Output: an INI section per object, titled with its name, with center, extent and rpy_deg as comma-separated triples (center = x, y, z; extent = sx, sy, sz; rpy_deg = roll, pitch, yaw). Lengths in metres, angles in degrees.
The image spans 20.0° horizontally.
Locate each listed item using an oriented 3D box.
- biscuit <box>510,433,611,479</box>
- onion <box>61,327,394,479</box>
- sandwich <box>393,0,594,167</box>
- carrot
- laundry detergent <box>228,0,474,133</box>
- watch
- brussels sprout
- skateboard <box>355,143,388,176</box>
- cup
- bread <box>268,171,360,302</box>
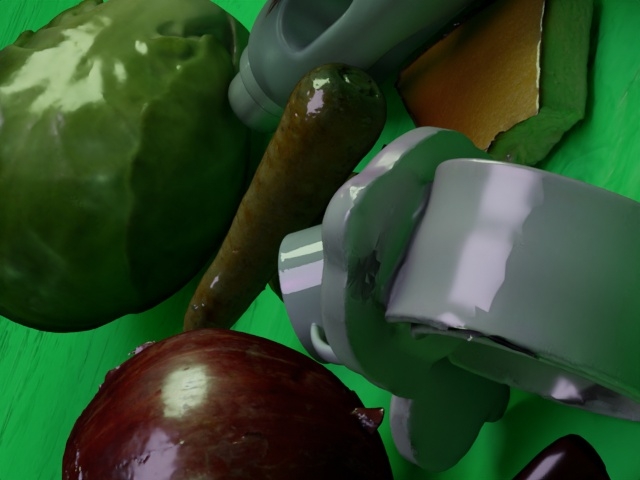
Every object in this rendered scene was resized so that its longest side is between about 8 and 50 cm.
[biscuit]
center = 0.146, 0.242, 1.016
extent = 0.151, 0.063, 0.235
rpy_deg = -51, 37, 27
[onion]
center = -0.070, 0.196, 1.248
extent = 0.276, 0.276, 0.276
rpy_deg = -42, 34, 38
[sandwich]
center = 0.121, -0.094, 1.358
extent = 0.193, 0.058, 0.162
rpy_deg = -31, 42, 50
[carrot]
center = -0.045, -0.010, 1.433
extent = 0.298, 0.078, 0.078
rpy_deg = -56, 27, 23
[laundry detergent]
center = 0.037, -0.204, 1.504
extent = 0.398, 0.125, 0.264
rpy_deg = -41, 18, 46
[watch]
center = 0.132, 0.047, 1.099
extent = 0.218, 0.248, 0.210
rpy_deg = 15, 79, 37
[brussels sprout]
center = -0.206, -0.079, 1.711
extent = 0.354, 0.281, 0.289
rpy_deg = -55, -4, -14
[skateboard]
center = 0.054, 0.004, 1.389
extent = 0.067, 0.080, 0.151
rpy_deg = -4, -75, -81
[cup]
center = 0.048, 0.040, 1.286
extent = 0.133, 0.099, 0.136
rpy_deg = -17, 56, 20
[bread]
center = 0.000, 0.000, 1.490
extent = 0.139, 0.071, 0.130
rpy_deg = 30, 99, 64
